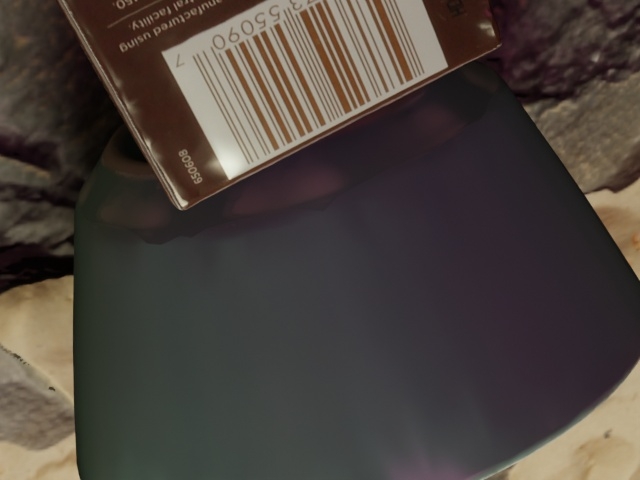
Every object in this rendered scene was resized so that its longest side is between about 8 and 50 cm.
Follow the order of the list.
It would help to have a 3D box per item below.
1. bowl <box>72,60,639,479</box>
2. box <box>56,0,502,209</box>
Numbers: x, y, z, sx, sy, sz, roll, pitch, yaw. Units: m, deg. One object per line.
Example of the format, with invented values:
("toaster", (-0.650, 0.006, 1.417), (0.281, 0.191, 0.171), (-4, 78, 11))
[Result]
("bowl", (0.000, 0.000, 0.933), (0.311, 0.311, 0.163), (-19, 110, -8))
("box", (-0.048, -0.158, 0.825), (0.168, 0.203, 0.167), (-28, 130, -1))
